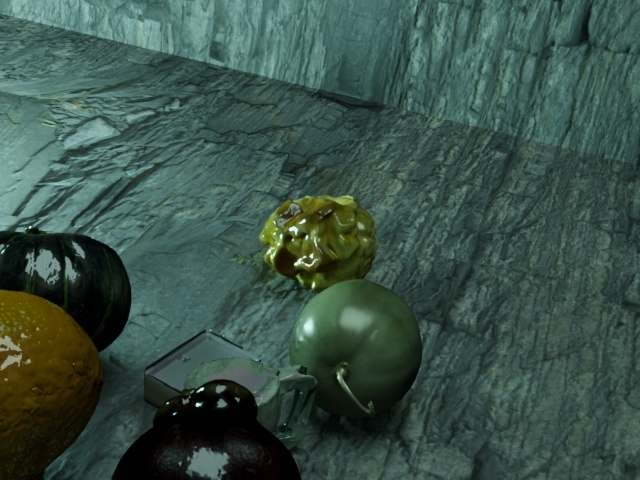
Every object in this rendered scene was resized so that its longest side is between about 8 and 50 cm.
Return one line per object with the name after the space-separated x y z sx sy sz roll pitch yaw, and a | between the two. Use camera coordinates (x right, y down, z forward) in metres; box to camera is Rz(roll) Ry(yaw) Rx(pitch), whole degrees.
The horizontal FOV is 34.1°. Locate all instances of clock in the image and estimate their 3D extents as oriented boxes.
-0.221 0.259 1.972 0.147 0.071 0.192 23 32 24 | clock

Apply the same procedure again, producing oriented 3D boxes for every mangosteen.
-0.161 0.367 1.553 0.297 0.313 0.297 20 -12 5 | mangosteen

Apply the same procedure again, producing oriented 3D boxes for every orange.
-0.527 0.232 1.662 0.293 0.341 0.340 43 40 18 | orange

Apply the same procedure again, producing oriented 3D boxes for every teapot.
-0.132 0.300 1.829 0.163 0.178 0.221 26 36 38 | teapot

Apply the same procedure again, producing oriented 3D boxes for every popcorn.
0.000 0.000 2.356 0.265 0.225 0.332 -6 17 11 | popcorn

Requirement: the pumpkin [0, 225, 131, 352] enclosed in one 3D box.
-0.512 0.105 1.936 0.323 0.241 0.323 5 -14 1 | pumpkin

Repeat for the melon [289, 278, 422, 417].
0.068 0.203 1.972 0.271 0.272 0.308 20 -1 20 | melon
